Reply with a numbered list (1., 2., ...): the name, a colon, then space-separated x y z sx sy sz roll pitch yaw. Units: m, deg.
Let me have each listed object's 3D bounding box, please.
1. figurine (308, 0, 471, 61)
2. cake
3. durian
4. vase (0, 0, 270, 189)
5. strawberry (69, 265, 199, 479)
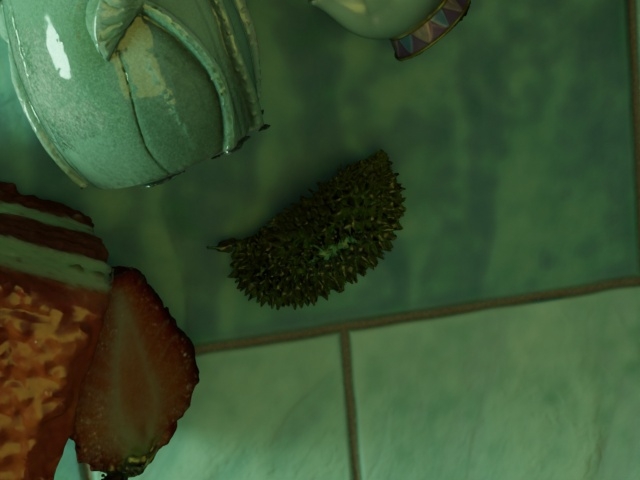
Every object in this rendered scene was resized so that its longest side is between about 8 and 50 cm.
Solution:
1. figurine: 0.038 -0.316 1.907 0.263 0.142 0.189 49 60 -18
2. cake: -0.371 0.091 1.834 0.269 0.319 0.270 14 101 -17
3. durian: 0.003 0.006 2.012 0.220 0.095 0.137 -29 109 4
4. vase: -0.226 -0.280 1.818 0.250 0.250 0.445 -23 106 -5
5. strawberry: -0.220 0.136 1.987 0.175 0.106 0.236 8 98 -44
